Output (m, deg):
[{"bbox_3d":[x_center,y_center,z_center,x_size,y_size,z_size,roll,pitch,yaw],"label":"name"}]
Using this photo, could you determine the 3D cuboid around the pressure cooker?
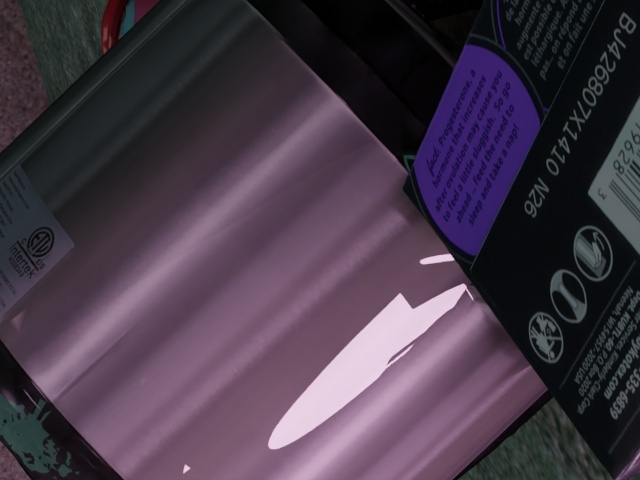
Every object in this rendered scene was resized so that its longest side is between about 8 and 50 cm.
[{"bbox_3d":[-0.002,-0.002,1.009,0.370,0.420,0.375,46,-178,4],"label":"pressure cooker"}]

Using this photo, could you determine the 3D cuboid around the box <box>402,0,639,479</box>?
[{"bbox_3d":[0.193,-0.045,0.545,0.143,0.270,0.165,56,142,31],"label":"box"}]

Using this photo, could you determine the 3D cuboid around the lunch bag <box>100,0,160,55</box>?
[{"bbox_3d":[-0.079,-0.107,1.296,0.120,0.258,0.293,13,131,25],"label":"lunch bag"}]
